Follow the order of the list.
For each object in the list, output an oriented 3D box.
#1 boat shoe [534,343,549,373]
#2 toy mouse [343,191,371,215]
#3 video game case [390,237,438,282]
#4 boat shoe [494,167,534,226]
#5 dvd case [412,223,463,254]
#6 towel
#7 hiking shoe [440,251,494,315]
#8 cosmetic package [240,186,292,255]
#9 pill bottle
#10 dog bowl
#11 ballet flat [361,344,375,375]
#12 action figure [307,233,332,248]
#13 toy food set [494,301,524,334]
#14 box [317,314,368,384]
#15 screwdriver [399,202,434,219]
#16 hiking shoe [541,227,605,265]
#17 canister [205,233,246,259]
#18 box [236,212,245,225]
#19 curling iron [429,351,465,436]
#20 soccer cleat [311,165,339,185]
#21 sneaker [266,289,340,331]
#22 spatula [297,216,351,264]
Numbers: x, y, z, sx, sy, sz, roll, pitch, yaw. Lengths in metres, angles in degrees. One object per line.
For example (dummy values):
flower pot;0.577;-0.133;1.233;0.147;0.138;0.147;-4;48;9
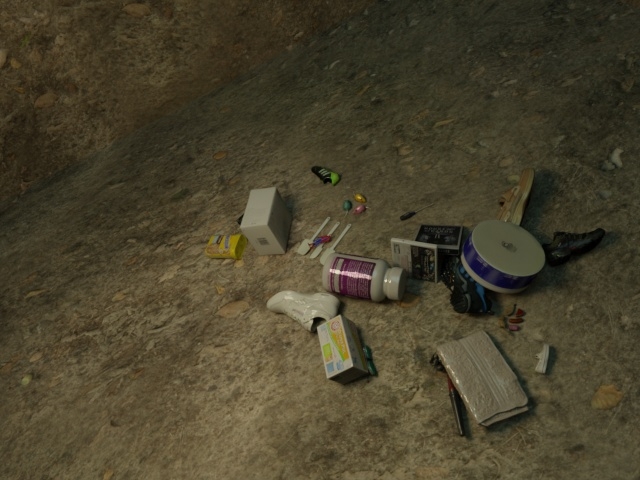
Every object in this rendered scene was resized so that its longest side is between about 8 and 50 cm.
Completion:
boat shoe;0.705;0.375;1.289;0.035;0.035;0.100;13;66;25
toy mouse;0.157;-0.164;1.902;0.143;0.031;0.161;-42;52;-14
video game case;0.360;0.076;1.541;0.173;0.190;0.022;10;46;27
boat shoe;0.774;-0.162;1.618;0.110;0.121;0.341;16;62;28
dvd case;0.465;-0.009;1.598;0.179;0.029;0.239;3;25;22
towel;0.510;0.431;1.284;0.187;0.049;0.282;-17;50;-9
hiking shoe;0.536;0.151;1.496;0.132;0.113;0.304;11;46;-9
cosmetic package;-0.241;-0.086;1.861;0.138;0.224;0.225;-6;53;16
pill bottle;0.172;0.147;1.569;0.301;0.169;0.169;8;57;25
dog bowl;0.652;0.053;1.449;0.265;0.104;0.265;4;49;-5
ballet flat;0.167;0.433;1.442;0.041;0.041;0.114;-18;50;6
action figure;0.000;0.000;1.816;0.115;0.030;0.038;-25;48;-6
toy food set;0.659;0.274;1.394;0.122;0.019;0.078;-38;51;-21
box;0.076;0.388;1.443;0.114;0.103;0.203;-33;47;20
screwdriver;0.430;-0.130;1.784;0.170;0.024;0.025;-23;20;0
hiking shoe;0.912;-0.003;1.468;0.227;0.086;0.114;-26;53;1
canister;-0.458;0.030;1.951;0.170;0.073;0.126;-1;54;21
box;-0.367;-0.090;2.023;0.083;0.052;0.062;30;69;36
curling iron;0.416;0.488;1.303;0.068;0.035;0.274;-11;50;3
soccer cleat;0.014;-0.333;2.067;0.179;0.060;0.072;26;67;30
sneaker;-0.080;0.279;1.593;0.305;0.114;0.152;-2;52;19
spatula;0.021;-0.008;1.841;0.168;0.019;0.242;22;64;33
